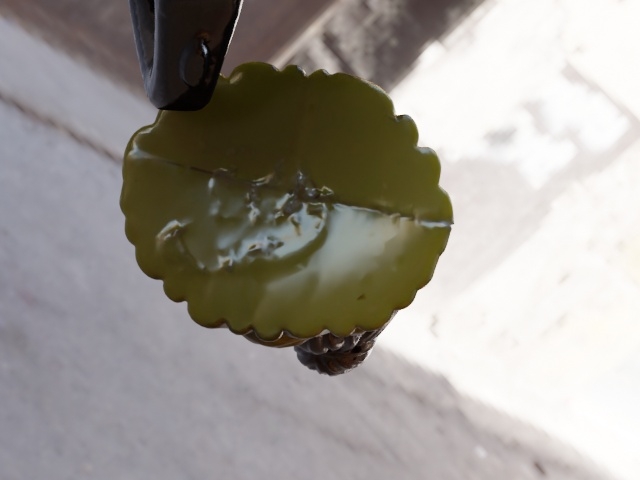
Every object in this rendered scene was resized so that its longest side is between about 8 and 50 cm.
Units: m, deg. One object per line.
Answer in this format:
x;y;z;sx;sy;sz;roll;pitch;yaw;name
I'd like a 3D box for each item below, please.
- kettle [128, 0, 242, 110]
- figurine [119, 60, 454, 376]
-0.083;-0.228;0.937;0.207;0.251;0.271;26;35;-38;kettle
0.000;-0.004;1.169;0.315;0.187;0.168;39;38;-79;figurine
